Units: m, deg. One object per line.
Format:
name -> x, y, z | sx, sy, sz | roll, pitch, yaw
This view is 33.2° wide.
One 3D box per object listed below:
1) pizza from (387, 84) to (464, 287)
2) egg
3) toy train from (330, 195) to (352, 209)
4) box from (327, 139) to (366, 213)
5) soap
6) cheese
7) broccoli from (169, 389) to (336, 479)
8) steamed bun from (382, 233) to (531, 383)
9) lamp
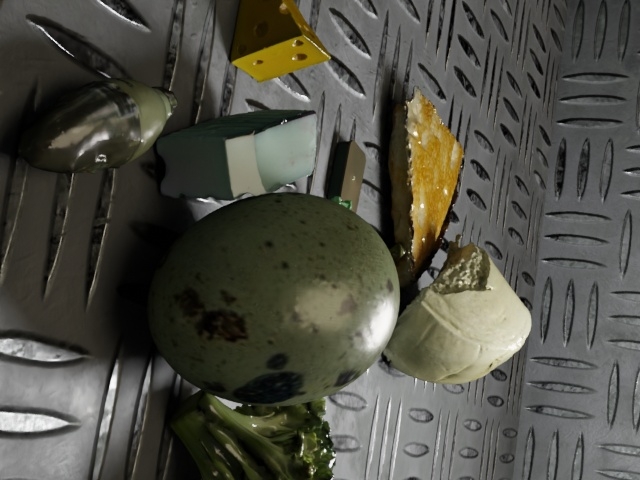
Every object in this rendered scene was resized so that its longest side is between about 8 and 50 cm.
pizza -> 0.211, -0.080, 2.301 | 0.435, 0.080, 0.392 | 34, 63, -62
egg -> -0.058, 0.081, 1.429 | 0.379, 0.287, 0.288 | -21, 114, -50
toy train -> 0.000, 0.000, 1.816 | 0.099, 0.081, 0.149 | 15, 80, -67
box -> 0.048, -0.115, 1.969 | 0.091, 0.031, 0.126 | 39, 58, -62
soap -> -0.104, -0.123, 1.468 | 0.230, 0.145, 0.091 | -36, 126, -61
cheese -> -0.070, -0.342, 1.600 | 0.093, 0.126, 0.171 | 29, 49, -59
broccoli -> -0.097, 0.299, 1.504 | 0.263, 0.247, 0.243 | -45, 111, -1
steamed bun -> 0.266, 0.187, 2.271 | 0.272, 0.273, 0.290 | -35, 163, -24
lamp -> -0.244, -0.130, 1.201 | 0.250, 0.101, 0.101 | -32, 123, -58
